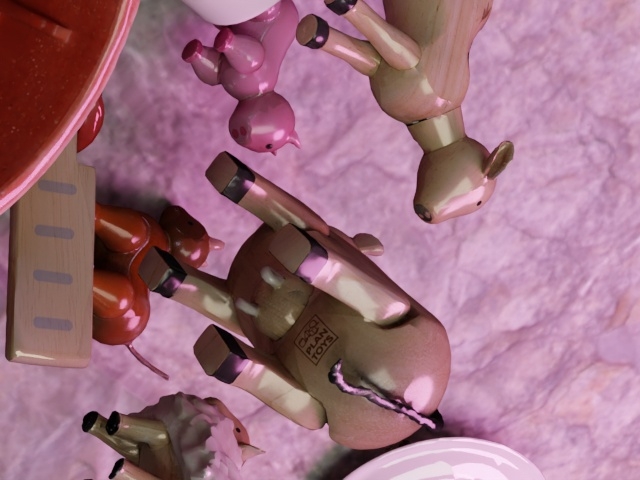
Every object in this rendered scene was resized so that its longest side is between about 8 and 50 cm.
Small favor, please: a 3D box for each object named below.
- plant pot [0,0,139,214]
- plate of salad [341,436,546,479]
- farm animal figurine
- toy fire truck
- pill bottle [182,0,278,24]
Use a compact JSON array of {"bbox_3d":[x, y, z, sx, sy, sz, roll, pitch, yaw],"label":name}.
[{"bbox_3d":[-0.260,-0.154,0.748,0.272,0.265,0.272,-32,136,-37],"label":"plant pot"},{"bbox_3d":[0.081,0.222,1.345,0.200,0.048,0.200,-7,126,-9],"label":"plate of salad"},{"bbox_3d":[0.000,0.000,1.007,0.172,0.326,0.330,31,117,-34],"label":"farm animal figurine"},{"bbox_3d":[-0.208,-0.053,0.908,0.217,0.246,0.158,-10,123,-19],"label":"toy fire truck"},{"bbox_3d":[-0.107,-0.225,0.916,0.136,0.136,0.246,-44,128,6],"label":"pill bottle"}]
